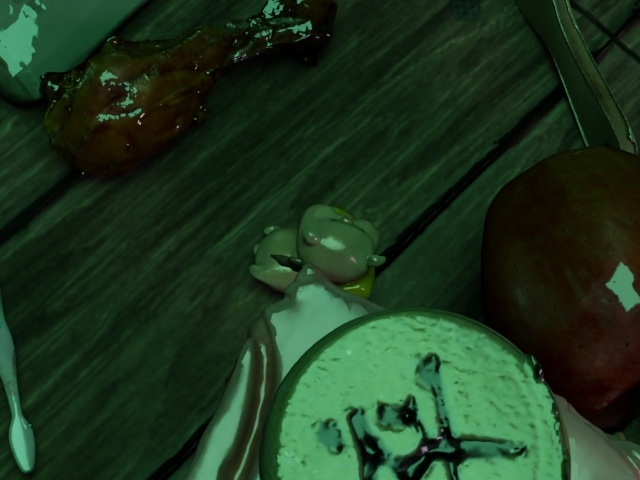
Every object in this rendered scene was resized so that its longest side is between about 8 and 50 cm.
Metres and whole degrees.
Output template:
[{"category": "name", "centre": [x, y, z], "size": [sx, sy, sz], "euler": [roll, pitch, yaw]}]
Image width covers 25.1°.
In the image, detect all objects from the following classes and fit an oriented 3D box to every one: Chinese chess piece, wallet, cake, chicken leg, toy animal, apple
[{"category": "Chinese chess piece", "centre": [0.057, 0.133, 0.864], "size": [0.188, 0.083, 0.189], "euler": [1, 73, -5]}, {"category": "wallet", "centre": [-0.241, -0.316, 1.355], "size": [0.252, 0.083, 0.360], "euler": [41, 69, 6]}, {"category": "cake", "centre": [0.044, 0.230, 1.031], "size": [0.314, 0.307, 0.293], "euler": [23, 68, 4]}, {"category": "chicken leg", "centre": [-0.109, -0.159, 1.292], "size": [0.304, 0.093, 0.113], "euler": [-30, 108, -19]}, {"category": "toy animal", "centre": [0.000, 0.000, 1.244], "size": [0.114, 0.082, 0.091], "euler": [9, 65, -2]}, {"category": "apple", "centre": [0.235, 0.044, 1.182], "size": [0.233, 0.234, 0.234], "euler": [2, 67, -5]}]

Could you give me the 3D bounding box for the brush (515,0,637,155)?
[{"category": "brush", "centre": [0.238, -0.216, 1.376], "size": [0.065, 0.070, 0.328], "euler": [-13, 70, -22]}]

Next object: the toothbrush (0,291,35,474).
[{"category": "toothbrush", "centre": [-0.273, 0.069, 1.214], "size": [0.021, 0.027, 0.269], "euler": [-5, 67, -26]}]
